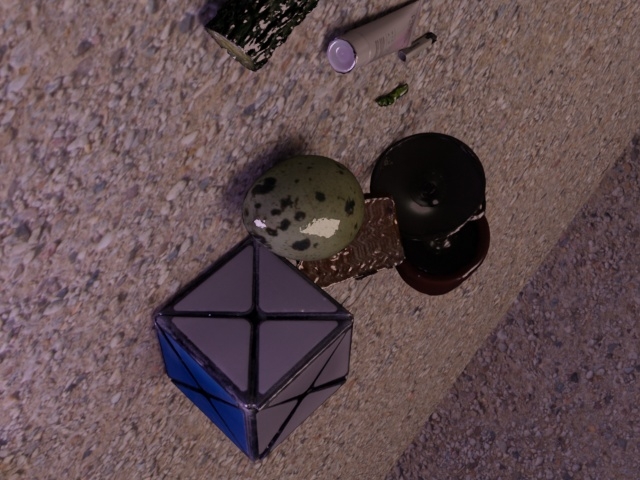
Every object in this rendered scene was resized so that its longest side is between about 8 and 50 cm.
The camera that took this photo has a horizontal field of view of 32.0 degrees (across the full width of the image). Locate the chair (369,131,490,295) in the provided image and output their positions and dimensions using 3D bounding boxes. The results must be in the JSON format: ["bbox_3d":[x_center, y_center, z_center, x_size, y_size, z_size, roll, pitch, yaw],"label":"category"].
[{"bbox_3d":[0.236,-0.042,2.313,0.226,0.226,0.401,-46,160,-8],"label":"chair"}]

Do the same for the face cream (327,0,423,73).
[{"bbox_3d":[0.096,-0.325,1.802,0.244,0.058,0.092,-34,150,-48],"label":"face cream"}]

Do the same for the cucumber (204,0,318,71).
[{"bbox_3d":[0.001,-0.377,1.471,0.359,0.096,0.096,-48,158,-7],"label":"cucumber"}]

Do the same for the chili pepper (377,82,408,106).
[{"bbox_3d":[0.129,-0.258,2.017,0.083,0.022,0.027,-35,-173,-35],"label":"chili pepper"}]

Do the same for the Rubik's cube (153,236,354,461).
[{"bbox_3d":[-0.111,0.192,1.977,0.255,0.260,0.259,-40,159,-22],"label":"Rubik's cube"}]

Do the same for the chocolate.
[{"bbox_3d":[0.040,-0.002,2.056,0.214,0.148,0.093,-14,-168,-14],"label":"chocolate"}]

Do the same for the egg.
[{"bbox_3d":[-0.032,-0.052,1.841,0.228,0.177,0.177,-8,135,-40],"label":"egg"}]

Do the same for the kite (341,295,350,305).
[{"bbox_3d":[0.017,0.186,2.550,0.152,0.005,0.137,-44,160,-15],"label":"kite"}]

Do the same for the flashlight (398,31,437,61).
[{"bbox_3d":[0.171,-0.340,1.963,0.083,0.018,0.018,-36,154,-30],"label":"flashlight"}]
